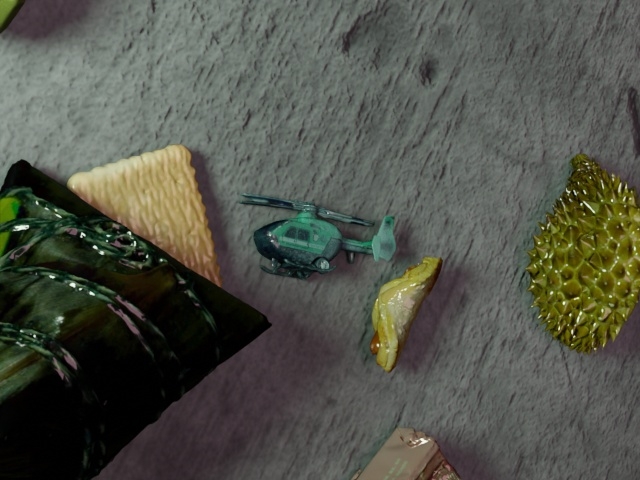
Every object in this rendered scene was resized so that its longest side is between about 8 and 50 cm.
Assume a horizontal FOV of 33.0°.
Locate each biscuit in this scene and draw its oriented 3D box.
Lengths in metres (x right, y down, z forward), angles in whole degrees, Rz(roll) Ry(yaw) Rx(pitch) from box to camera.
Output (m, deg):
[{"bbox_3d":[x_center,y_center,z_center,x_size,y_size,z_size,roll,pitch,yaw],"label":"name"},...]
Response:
[{"bbox_3d":[-0.189,0.027,1.222,0.160,0.030,0.250,-22,106,-34],"label":"biscuit"}]

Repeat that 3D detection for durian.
[{"bbox_3d":[0.402,0.016,1.596,0.166,0.172,0.306,11,78,-61],"label":"durian"}]

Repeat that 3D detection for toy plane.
[{"bbox_3d":[0.000,0.000,1.350,0.235,0.060,0.096,10,74,-33],"label":"toy plane"}]

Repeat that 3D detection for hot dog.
[{"bbox_3d":[0.102,0.086,1.422,0.169,0.061,0.078,-63,166,-14],"label":"hot dog"}]

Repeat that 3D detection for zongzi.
[{"bbox_3d":[-0.287,0.160,1.071,0.319,0.362,0.383,35,39,-3],"label":"zongzi"}]

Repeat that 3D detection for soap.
[{"bbox_3d":[0.092,0.395,1.416,0.273,0.098,0.218,-48,119,-24],"label":"soap"}]

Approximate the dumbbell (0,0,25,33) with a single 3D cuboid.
[{"bbox_3d":[-0.416,-0.279,0.984,0.302,0.121,0.108,15,113,-36],"label":"dumbbell"}]
